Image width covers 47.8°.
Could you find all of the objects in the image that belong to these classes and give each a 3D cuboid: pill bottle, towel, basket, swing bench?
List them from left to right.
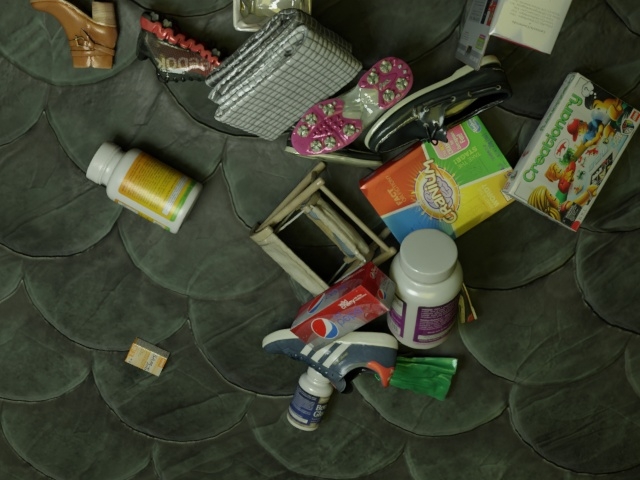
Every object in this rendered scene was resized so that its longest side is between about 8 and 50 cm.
[{"bbox_3d":[-0.415,-0.132,1.700,0.245,0.136,0.136,29,108,-8],"label":"pill bottle"},{"bbox_3d":[-0.101,-0.514,1.572,0.167,0.103,0.113,2,109,1],"label":"basket"},{"bbox_3d":[-0.083,-0.352,1.548,0.283,0.235,0.121,-35,70,23],"label":"towel"},{"bbox_3d":[-0.021,0.404,1.892,0.094,0.094,0.170,18,109,-4],"label":"pill bottle"},{"bbox_3d":[0.000,0.000,1.714,0.253,0.165,0.254,43,105,-13],"label":"swing bench"},{"bbox_3d":[0.241,0.111,1.674,0.169,0.169,0.302,0,143,3],"label":"pill bottle"}]

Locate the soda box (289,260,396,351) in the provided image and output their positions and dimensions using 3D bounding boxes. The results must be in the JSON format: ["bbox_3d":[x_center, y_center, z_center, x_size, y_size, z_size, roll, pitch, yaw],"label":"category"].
[{"bbox_3d":[0.048,0.153,1.637,0.092,0.083,0.263,42,132,-14],"label":"soda box"}]

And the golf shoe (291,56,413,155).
[{"bbox_3d":[0.075,-0.285,1.618,0.306,0.140,0.115,-32,89,9],"label":"golf shoe"}]

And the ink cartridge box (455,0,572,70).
[{"bbox_3d":[0.392,-0.471,1.457,0.130,0.309,0.272,17,110,-3],"label":"ink cartridge box"}]

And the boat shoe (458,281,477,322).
[{"bbox_3d":[0.354,0.146,1.813,0.043,0.049,0.137,-19,112,11],"label":"boat shoe"}]

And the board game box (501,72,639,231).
[{"bbox_3d":[0.572,-0.198,1.641,0.192,0.053,0.305,27,96,-12],"label":"board game box"}]

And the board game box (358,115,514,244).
[{"bbox_3d":[0.287,-0.127,1.710,0.316,0.064,0.242,-35,104,13],"label":"board game box"}]

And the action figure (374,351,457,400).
[{"bbox_3d":[0.224,0.338,1.875,0.232,0.063,0.137,10,111,-5],"label":"action figure"}]

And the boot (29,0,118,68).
[{"bbox_3d":[-0.557,-0.468,1.627,0.197,0.073,0.153,8,113,2],"label":"boot"}]

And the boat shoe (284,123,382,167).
[{"bbox_3d":[0.037,-0.218,1.683,0.232,0.084,0.079,12,87,-7],"label":"boat shoe"}]

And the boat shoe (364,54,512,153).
[{"bbox_3d":[0.263,-0.268,1.574,0.340,0.127,0.113,-29,69,0],"label":"boat shoe"}]

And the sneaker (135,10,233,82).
[{"bbox_3d":[-0.293,-0.398,1.624,0.276,0.098,0.135,28,108,-5],"label":"sneaker"}]

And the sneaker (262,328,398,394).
[{"bbox_3d":[0.016,0.302,1.789,0.349,0.131,0.148,-1,73,19],"label":"sneaker"}]

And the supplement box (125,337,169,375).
[{"bbox_3d":[-0.457,0.308,1.908,0.098,0.036,0.062,26,109,-7],"label":"supplement box"}]
